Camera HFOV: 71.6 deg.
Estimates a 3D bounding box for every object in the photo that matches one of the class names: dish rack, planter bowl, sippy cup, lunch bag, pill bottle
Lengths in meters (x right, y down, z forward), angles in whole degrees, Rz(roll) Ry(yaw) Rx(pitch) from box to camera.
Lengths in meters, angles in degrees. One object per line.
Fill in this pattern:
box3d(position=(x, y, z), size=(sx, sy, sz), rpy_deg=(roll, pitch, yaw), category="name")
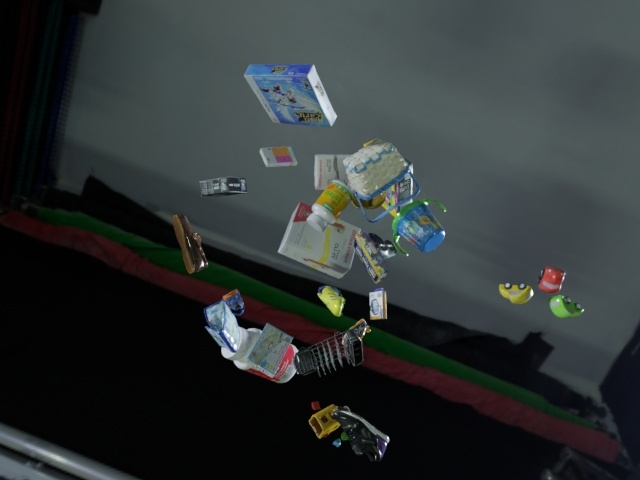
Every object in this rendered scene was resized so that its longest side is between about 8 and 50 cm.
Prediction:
box3d(position=(0.029, 0.458, 1.743), size=(0.271, 0.208, 0.074), rpy_deg=(-20, -132, -10), category="dish rack")
box3d(position=(0.276, -0.232, 2.328), size=(0.217, 0.217, 0.090), rpy_deg=(36, 174, 46), category="planter bowl")
box3d(position=(0.550, -0.062, 2.427), size=(0.240, 0.306, 0.224), rpy_deg=(-21, -128, -25), category="sippy cup")
box3d(position=(-0.345, 0.312, 1.576), size=(0.096, 0.129, 0.151), rpy_deg=(-29, -140, -7), category="lunch bag")
box3d(position=(-0.330, 0.622, 2.445), size=(0.407, 0.229, 0.229), rpy_deg=(34, -176, -36), category="pill bottle")
box3d(position=(0.042, -0.166, 2.188), size=(0.136, 0.246, 0.136), rpy_deg=(34, 165, 11), category="pill bottle")

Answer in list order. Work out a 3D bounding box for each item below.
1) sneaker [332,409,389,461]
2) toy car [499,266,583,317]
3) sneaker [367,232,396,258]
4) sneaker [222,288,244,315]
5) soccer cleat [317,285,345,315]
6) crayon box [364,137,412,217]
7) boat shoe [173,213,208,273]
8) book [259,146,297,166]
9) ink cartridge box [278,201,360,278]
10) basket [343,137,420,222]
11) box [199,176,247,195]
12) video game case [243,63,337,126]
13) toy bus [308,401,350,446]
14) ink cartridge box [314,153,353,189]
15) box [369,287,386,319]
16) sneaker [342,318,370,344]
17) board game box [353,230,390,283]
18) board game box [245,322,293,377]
box3d(position=(0.163, 0.831, 1.879), size=(0.283, 0.107, 0.124), rpy_deg=(36, -126, -8), category="sneaker")
box3d(position=(0.688, 0.178, 1.332), size=(0.225, 0.053, 0.239), rpy_deg=(30, 153, -8), category="toy car")
box3d(position=(0.296, 0.052, 2.372), size=(0.283, 0.122, 0.110), rpy_deg=(23, -143, -47), category="sneaker")
box3d(position=(-0.349, 0.269, 1.799), size=(0.087, 0.083, 0.221), rpy_deg=(59, 166, 15), category="sneaker")
box3d(position=(0.045, 0.283, 2.088), size=(0.121, 0.094, 0.289), rpy_deg=(15, -172, -8), category="soccer cleat")
box3d(position=(0.382, -0.345, 2.505), size=(0.106, 0.363, 0.313), rpy_deg=(-27, -132, -15), category="crayon box")
box3d(position=(-0.444, 0.006, 1.517), size=(0.073, 0.207, 0.073), rpy_deg=(-20, -168, -34), category="boat shoe")
box3d(position=(-0.183, -0.366, 1.945), size=(0.144, 0.035, 0.096), rpy_deg=(-7, -123, -30), category="book")
box3d(position=(0.000, 0.000, 2.449), size=(0.384, 0.279, 0.160), rpy_deg=(24, 151, -10), category="ink cartridge box")
box3d(position=(0.243, -0.242, 1.758), size=(0.289, 0.254, 0.201), rpy_deg=(59, 175, -24), category="basket")
box3d(position=(-0.486, -0.268, 2.230), size=(0.180, 0.078, 0.147), rpy_deg=(-4, -178, 27), category="box")
box3d(position=(-0.105, -0.518, 1.597), size=(0.269, 0.061, 0.244), rpy_deg=(13, 158, 29), category="video game case")
box3d(position=(0.052, 0.795, 1.995), size=(0.190, 0.104, 0.202), rpy_deg=(19, -140, -5), category="toy bus")
box3d(position=(0.107, -0.406, 2.654), size=(0.282, 0.207, 0.117), rpy_deg=(0, -164, -2), category="ink cartridge box")
box3d(position=(0.254, 0.279, 1.959), size=(0.028, 0.136, 0.081), rpy_deg=(9, 162, -36), category="box")
box3d(position=(0.206, 0.536, 2.555), size=(0.083, 0.084, 0.215), rpy_deg=(43, -128, 19), category="sneaker")
box3d(position=(0.185, 0.064, 1.636), size=(0.170, 0.048, 0.141), rpy_deg=(60, 171, 14), category="board game box")
box3d(position=(-0.168, 0.361, 1.470), size=(0.103, 0.026, 0.154), rpy_deg=(30, -134, -1), category="board game box")
